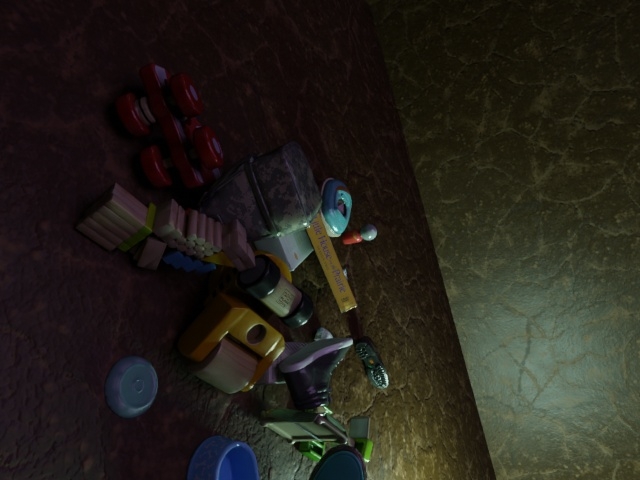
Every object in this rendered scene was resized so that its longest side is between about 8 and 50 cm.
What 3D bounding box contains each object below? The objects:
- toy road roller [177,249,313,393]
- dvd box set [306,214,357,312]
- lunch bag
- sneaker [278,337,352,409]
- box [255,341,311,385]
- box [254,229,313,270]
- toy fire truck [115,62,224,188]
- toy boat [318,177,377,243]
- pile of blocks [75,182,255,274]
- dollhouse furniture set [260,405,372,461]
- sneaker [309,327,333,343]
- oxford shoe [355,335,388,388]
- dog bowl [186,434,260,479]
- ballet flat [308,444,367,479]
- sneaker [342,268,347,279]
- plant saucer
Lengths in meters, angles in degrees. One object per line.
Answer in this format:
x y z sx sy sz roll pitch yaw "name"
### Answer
-0.202 0.174 1.096 0.329 0.241 0.202 -51 130 -12 "toy road roller"
0.000 0.000 1.498 0.307 0.062 0.420 -116 -177 -79 "dvd box set"
-0.154 -0.118 1.159 0.305 0.256 0.212 -74 143 -71 "lunch bag"
0.004 0.362 1.223 0.296 0.105 0.146 -12 91 -55 "sneaker"
-0.098 0.342 1.247 0.275 0.094 0.113 20 60 -57 "box"
-0.113 0.014 1.395 0.170 0.091 0.130 -43 114 -60 "box"
-0.340 -0.267 1.098 0.254 0.169 0.302 -84 154 -80 "toy fire truck"
0.097 -0.103 1.772 0.318 0.148 0.267 50 36 -36 "toy boat"
-0.317 -0.018 0.968 0.362 0.149 0.112 21 34 -27 "pile of blocks"
-0.001 0.486 1.236 0.301 0.198 0.151 51 37 -37 "dollhouse furniture set"
0.000 0.327 1.464 0.191 0.071 0.083 43 27 -68 "sneaker"
0.217 0.475 1.757 0.227 0.083 0.096 69 24 -11 "oxford shoe"
-0.195 0.582 0.972 0.166 0.074 0.297 6 71 -60 "dog bowl"
0.017 0.767 1.141 0.182 0.164 0.482 68 32 -72 "ballet flat"
0.082 0.148 1.729 0.098 0.038 0.069 -10 83 -61 "sneaker"
-0.364 0.286 0.878 0.119 0.021 0.119 37 44 -48 "plant saucer"
